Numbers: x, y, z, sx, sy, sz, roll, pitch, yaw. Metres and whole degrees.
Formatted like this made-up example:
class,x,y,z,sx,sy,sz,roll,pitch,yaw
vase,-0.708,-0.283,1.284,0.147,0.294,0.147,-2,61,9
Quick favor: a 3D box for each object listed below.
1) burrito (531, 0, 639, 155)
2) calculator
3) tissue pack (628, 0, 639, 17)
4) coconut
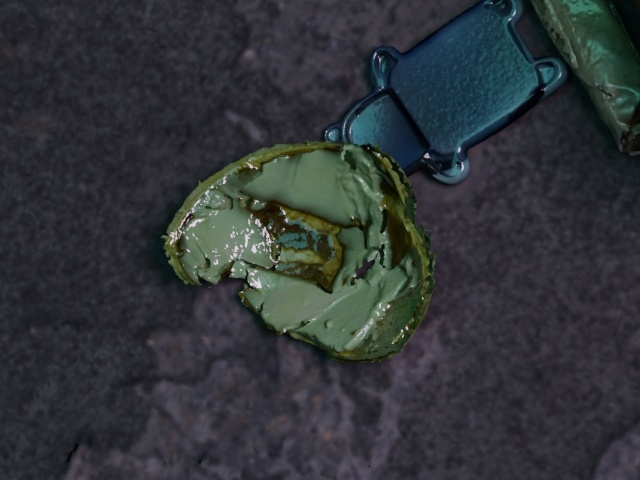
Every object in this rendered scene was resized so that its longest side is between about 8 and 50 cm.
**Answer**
class,x,y,z,sx,sy,sz,roll,pitch,yaw
burrito,0.143,-0.133,1.034,0.045,0.041,0.185,-23,75,0
calculator,0.070,-0.081,1.060,0.141,0.019,0.094,-34,75,11
tissue pack,0.319,-0.183,0.903,0.370,0.210,0.198,-32,79,11
coconut,0.002,0.003,1.049,0.158,0.055,0.133,38,97,18
